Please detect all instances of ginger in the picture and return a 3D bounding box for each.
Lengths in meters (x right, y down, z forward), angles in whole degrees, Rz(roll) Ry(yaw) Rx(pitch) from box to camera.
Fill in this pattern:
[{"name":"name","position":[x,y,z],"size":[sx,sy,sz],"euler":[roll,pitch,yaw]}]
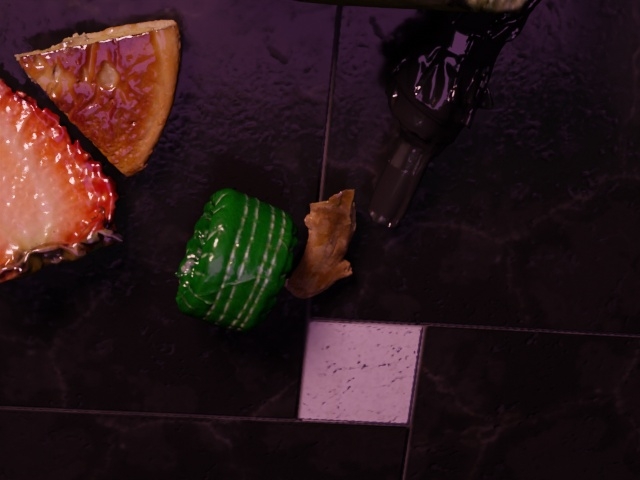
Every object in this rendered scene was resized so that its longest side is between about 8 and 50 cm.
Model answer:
[{"name":"ginger","position":[0.006,0.001,1.094],"size":[0.057,0.044,0.137],"euler":[-3,123,-35]}]

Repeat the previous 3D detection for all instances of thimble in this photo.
[{"name":"thimble","position":[-0.083,0.023,1.057],"size":[0.090,0.118,0.130],"euler":[19,137,-16]}]

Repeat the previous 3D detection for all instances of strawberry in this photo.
[{"name":"strawberry","position":[-0.285,-0.062,1.034],"size":[0.167,0.087,0.208],"euler":[-19,88,-17]}]

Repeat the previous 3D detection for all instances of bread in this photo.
[{"name":"bread","position":[-0.181,-0.154,1.007],"size":[0.136,0.054,0.154],"euler":[-40,115,13]}]

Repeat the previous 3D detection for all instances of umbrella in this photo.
[{"name":"umbrella","position":[0.122,-0.161,1.011],"size":[0.118,0.118,0.340],"euler":[17,116,-11]}]

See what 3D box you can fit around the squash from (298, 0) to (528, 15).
[{"name":"squash","position":[0.010,-0.328,0.852],"size":[0.309,0.310,0.310],"euler":[11,120,39]}]
